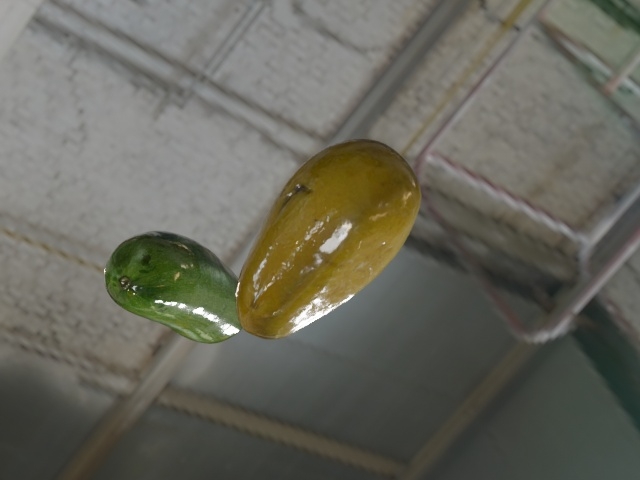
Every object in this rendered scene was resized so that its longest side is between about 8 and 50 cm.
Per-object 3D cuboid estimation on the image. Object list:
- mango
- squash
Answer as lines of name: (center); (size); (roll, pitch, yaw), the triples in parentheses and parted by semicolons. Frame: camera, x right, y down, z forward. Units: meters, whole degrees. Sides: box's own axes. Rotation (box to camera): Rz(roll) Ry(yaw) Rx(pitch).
mango: (0.000, 0.000, 1.302); (0.098, 0.195, 0.137); (44, 176, 22)
squash: (-0.158, 0.055, 1.811); (0.107, 0.107, 0.395); (46, -178, 18)
